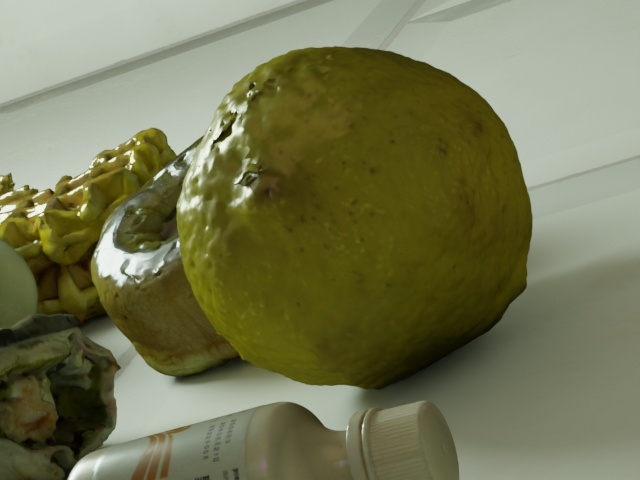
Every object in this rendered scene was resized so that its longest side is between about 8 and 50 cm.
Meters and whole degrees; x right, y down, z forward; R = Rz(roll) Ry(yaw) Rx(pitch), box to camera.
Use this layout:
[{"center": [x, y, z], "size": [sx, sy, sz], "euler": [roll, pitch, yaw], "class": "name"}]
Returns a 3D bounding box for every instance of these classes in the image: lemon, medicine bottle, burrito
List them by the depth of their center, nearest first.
[{"center": [-0.036, 0.165, 1.269], "size": [0.252, 0.114, 0.114], "euler": [-16, 17, 20], "class": "medicine bottle"}, {"center": [0.031, -0.017, 1.518], "size": [0.268, 0.268, 0.322], "euler": [-12, -13, 34], "class": "lemon"}, {"center": [-0.334, 0.155, 1.689], "size": [0.331, 0.135, 0.190], "euler": [-13, 9, 43], "class": "burrito"}]

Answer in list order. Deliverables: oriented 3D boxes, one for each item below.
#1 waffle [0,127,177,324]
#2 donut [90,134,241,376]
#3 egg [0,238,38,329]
[{"center": [-0.295, 0.004, 2.123], "size": [0.324, 0.151, 0.261], "euler": [-17, 21, 34], "class": "waffle"}, {"center": [-0.080, -0.001, 1.760], "size": [0.261, 0.128, 0.208], "euler": [-43, 34, -6], "class": "donut"}, {"center": [-0.389, 0.074, 1.932], "size": [0.253, 0.189, 0.188], "euler": [-18, 16, 27], "class": "egg"}]
